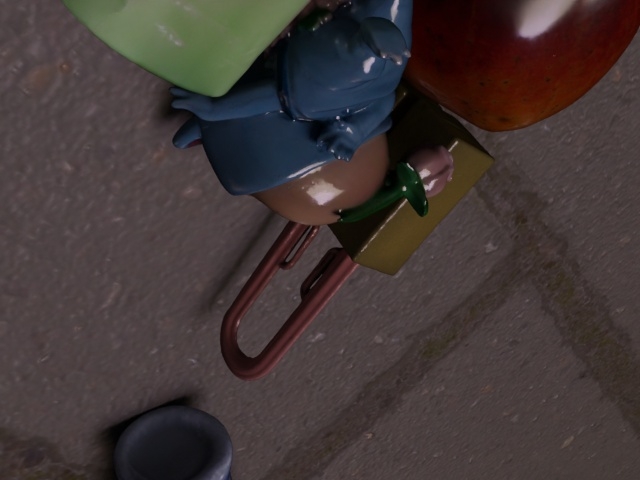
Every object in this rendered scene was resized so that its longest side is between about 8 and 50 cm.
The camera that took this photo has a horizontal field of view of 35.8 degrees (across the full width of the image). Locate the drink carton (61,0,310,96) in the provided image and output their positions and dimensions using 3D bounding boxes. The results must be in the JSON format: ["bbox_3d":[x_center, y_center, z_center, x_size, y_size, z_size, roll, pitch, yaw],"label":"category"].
[{"bbox_3d":[-0.042,-0.152,0.424,0.142,0.144,0.146,-43,145,22],"label":"drink carton"}]

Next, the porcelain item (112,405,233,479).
[{"bbox_3d":[-0.110,0.253,0.810,0.141,0.141,0.259,-20,131,-25],"label":"porcelain item"}]

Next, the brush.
[{"bbox_3d":[0.000,0.000,0.649,0.047,0.103,0.233,16,119,-48],"label":"brush"}]

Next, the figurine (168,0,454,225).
[{"bbox_3d":[0.008,-0.063,0.523,0.114,0.144,0.178,-46,-175,-34],"label":"figurine"}]

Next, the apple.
[{"bbox_3d":[0.112,-0.142,0.560,0.156,0.147,0.158,-50,151,-23],"label":"apple"}]
